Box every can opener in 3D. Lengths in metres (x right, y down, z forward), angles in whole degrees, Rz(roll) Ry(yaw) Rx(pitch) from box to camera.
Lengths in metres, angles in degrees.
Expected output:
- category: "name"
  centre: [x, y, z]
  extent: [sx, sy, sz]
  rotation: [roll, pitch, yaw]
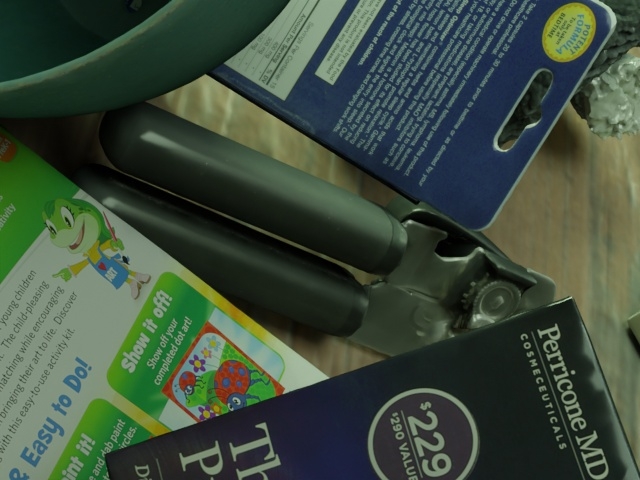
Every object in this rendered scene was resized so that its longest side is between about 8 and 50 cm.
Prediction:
- category: "can opener"
  centre: [0.000, 0.000, 0.848]
  extent: [0.283, 0.076, 0.095]
  rotation: [23, 18, -28]

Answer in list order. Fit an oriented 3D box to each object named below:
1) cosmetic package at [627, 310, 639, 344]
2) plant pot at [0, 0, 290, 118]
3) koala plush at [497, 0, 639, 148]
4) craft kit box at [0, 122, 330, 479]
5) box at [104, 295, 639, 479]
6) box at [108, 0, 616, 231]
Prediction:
- category: "cosmetic package"
  centre: [0.336, 0.142, 0.998]
  extent: [0.160, 0.113, 0.309]
  rotation: [-19, 75, -46]
- category: "plant pot"
  centre: [-0.105, -0.180, 0.743]
  extent: [0.290, 0.290, 0.195]
  rotation: [68, 12, 16]
- category: "koala plush"
  centre: [0.117, -0.140, 0.976]
  extent: [0.196, 0.203, 0.221]
  rotation: [49, 20, 13]
- category: "craft kit box"
  centre: [-0.105, 0.108, 0.681]
  extent: [0.246, 0.061, 0.250]
  rotation: [41, 44, -16]
- category: "box"
  centre: [0.050, 0.177, 0.583]
  extent: [0.103, 0.184, 0.261]
  rotation: [67, 5, -70]
- category: "box"
  centre: [0.022, -0.114, 0.843]
  extent: [0.225, 0.136, 0.036]
  rotation: [32, 0, 6]
